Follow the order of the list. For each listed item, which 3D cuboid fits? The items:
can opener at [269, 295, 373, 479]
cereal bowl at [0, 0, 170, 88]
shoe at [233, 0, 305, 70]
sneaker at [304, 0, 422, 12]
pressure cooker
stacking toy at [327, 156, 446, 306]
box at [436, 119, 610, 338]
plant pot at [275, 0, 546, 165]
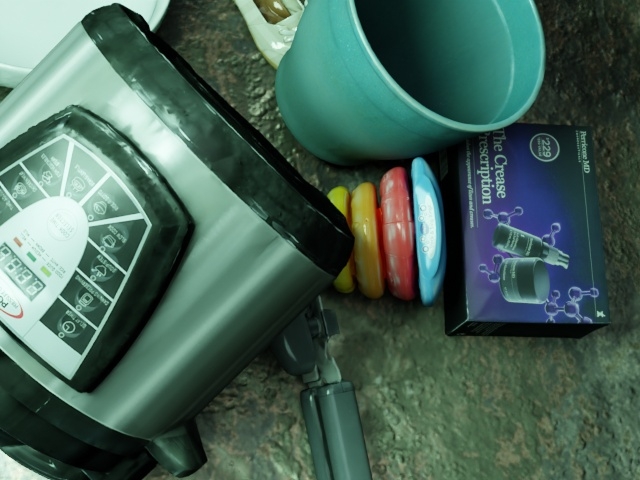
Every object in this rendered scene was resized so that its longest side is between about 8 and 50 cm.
[{"bbox_3d":[-0.010,0.194,1.070,0.095,0.076,0.283,-5,78,-34],"label":"can opener"},{"bbox_3d":[-0.359,-0.335,1.153,0.339,0.141,0.339,5,75,-18],"label":"cereal bowl"},{"bbox_3d":[-0.064,-0.302,1.239,0.076,0.058,0.219,-35,81,-16],"label":"shoe"},{"bbox_3d":[0.117,-0.320,1.243,0.275,0.110,0.107,10,73,-4],"label":"sneaker"},{"bbox_3d":[-0.218,0.028,0.940,0.420,0.370,0.375,-44,127,5],"label":"pressure cooker"},{"bbox_3d":[0.000,0.000,1.127,0.302,0.166,0.175,-3,83,7],"label":"stacking toy"},{"bbox_3d":[0.254,-0.013,1.175,0.184,0.103,0.261,2,73,-10],"label":"box"},{"bbox_3d":[0.081,-0.212,1.108,0.271,0.255,0.272,11,69,-29],"label":"plant pot"}]
